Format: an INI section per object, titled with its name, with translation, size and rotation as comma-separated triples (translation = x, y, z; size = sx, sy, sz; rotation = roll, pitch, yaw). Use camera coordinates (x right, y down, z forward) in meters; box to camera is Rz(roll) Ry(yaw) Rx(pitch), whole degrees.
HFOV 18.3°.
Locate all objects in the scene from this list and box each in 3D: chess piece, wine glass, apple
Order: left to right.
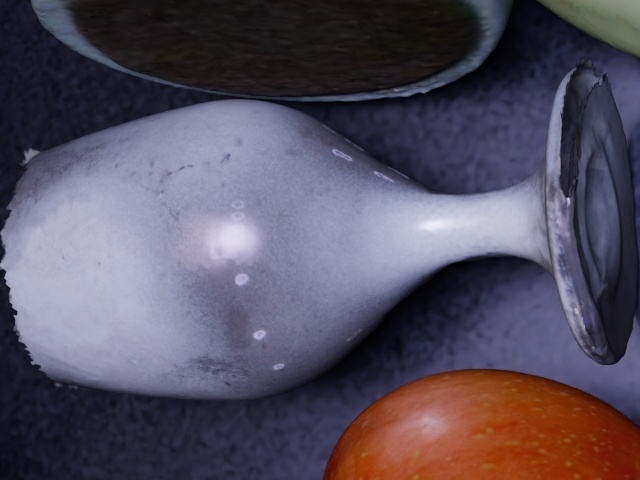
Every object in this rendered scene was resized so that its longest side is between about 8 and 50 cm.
[chess piece]
translation = -0.013, -0.222, 0.797
size = 0.194, 0.194, 0.299
rotation = -4, 74, 24
[wine glass]
translation = 0.000, 0.000, 0.788
size = 0.241, 0.126, 0.126
rotation = -4, 82, 21
[apple]
translation = 0.071, 0.128, 0.724
size = 0.139, 0.163, 0.163
rotation = -3, 83, 15

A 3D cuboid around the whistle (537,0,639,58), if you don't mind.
[whistle]
translation = 0.212, -0.048, 0.714
size = 0.294, 0.141, 0.141
rotation = 13, 90, 44
